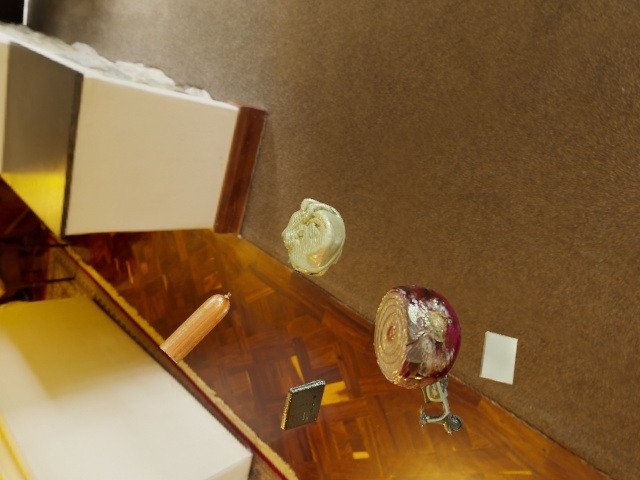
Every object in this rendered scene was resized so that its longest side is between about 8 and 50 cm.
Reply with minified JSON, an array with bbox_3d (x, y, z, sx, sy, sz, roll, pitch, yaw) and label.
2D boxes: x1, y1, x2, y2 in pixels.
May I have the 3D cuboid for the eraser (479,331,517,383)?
[{"bbox_3d":[0.587,0.385,1.455,0.103,0.023,0.151,13,74,5],"label":"eraser"}]

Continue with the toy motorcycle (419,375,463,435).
[{"bbox_3d":[0.426,0.598,1.657,0.157,0.091,0.263,-18,76,13],"label":"toy motorcycle"}]

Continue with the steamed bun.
[{"bbox_3d":[0.000,0.000,1.791,0.280,0.207,0.268,-55,47,21],"label":"steamed bun"}]

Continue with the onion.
[{"bbox_3d":[0.331,0.323,1.465,0.282,0.260,0.337,124,152,-46],"label":"onion"}]

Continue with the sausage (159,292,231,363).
[{"bbox_3d":[-0.337,0.233,1.241,0.071,0.234,0.071,37,159,17],"label":"sausage"}]

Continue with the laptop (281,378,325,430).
[{"bbox_3d":[-0.064,0.613,1.639,0.026,0.153,0.207,44,131,48],"label":"laptop"}]
